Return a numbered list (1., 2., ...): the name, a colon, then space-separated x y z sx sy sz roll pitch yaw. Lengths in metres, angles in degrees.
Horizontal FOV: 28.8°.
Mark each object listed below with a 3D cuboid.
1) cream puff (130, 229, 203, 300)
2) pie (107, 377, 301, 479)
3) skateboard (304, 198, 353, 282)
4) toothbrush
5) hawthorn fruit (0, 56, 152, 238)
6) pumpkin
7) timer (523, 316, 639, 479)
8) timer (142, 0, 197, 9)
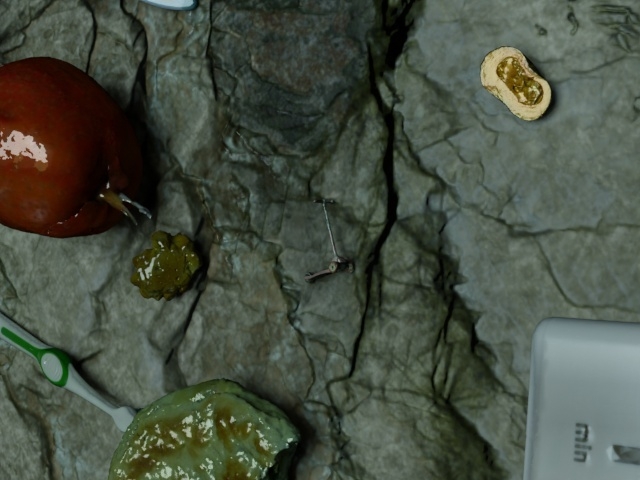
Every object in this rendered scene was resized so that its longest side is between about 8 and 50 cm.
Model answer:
1. cream puff: -0.181 0.029 1.456 0.058 0.083 0.083 -142 53 -75
2. pie: -0.117 0.297 1.359 0.302 0.067 0.303 3 95 32
3. skateboard: 0.000 0.000 1.342 0.063 0.032 0.083 -20 76 44
4. toothbrush: -0.338 0.155 1.565 0.418 0.040 0.042 25 102 36
5. hawthorn fruit: -0.299 -0.092 1.471 0.299 0.211 0.211 28 102 26
6. pumpkin: 0.193 -0.151 1.213 0.050 0.028 0.083 -44 70 23
7. timer: 0.292 0.165 1.003 0.195 0.192 0.194 1 85 37
8. timer: -0.274 -0.372 1.502 0.255 0.175 0.175 20 97 35
